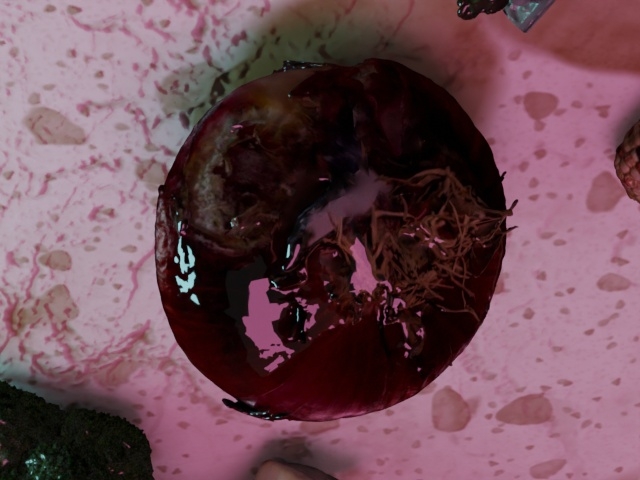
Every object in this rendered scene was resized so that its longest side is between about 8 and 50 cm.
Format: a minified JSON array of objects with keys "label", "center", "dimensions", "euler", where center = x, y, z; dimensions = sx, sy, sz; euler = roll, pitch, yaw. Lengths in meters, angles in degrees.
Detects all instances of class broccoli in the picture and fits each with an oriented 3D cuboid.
[{"label":"broccoli","center":[-0.304,0.295,1.761],"dimensions":[0.283,0.321,0.304],"euler":[-8,136,48]}]

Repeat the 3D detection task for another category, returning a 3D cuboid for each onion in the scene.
[{"label":"onion","center":[0.000,0.000,1.501],"dimensions":[0.314,0.232,0.314],"euler":[-6,102,-29]}]

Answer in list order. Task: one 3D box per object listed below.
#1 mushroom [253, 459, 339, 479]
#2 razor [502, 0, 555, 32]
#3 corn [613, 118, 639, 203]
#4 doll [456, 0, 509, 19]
[{"label":"mushroom","center":[-0.071,0.386,1.905],"dimensions":[0.314,0.314,0.336],"euler":[20,98,-26]},{"label":"razor","center":[0.079,-0.244,1.383],"dimensions":[0.278,0.056,0.111],"euler":[20,131,-26]},{"label":"corn","center":[0.341,-0.115,1.531],"dimensions":[0.086,0.086,0.253],"euler":[28,130,-31]},{"label":"doll","center":[0.122,-0.245,1.341],"dimensions":[0.139,0.057,0.165],"euler":[-24,123,-10]}]
